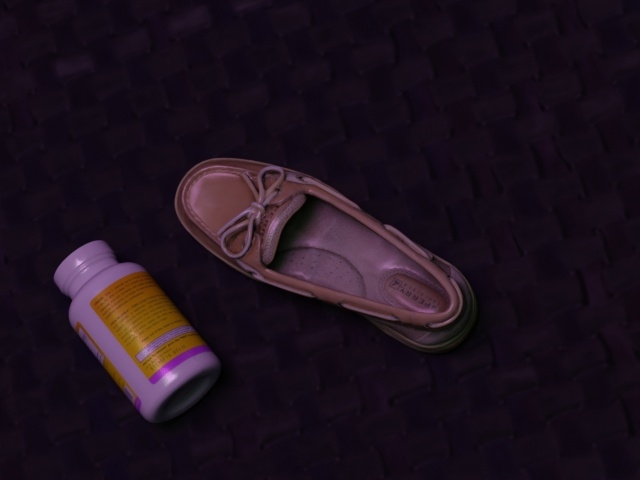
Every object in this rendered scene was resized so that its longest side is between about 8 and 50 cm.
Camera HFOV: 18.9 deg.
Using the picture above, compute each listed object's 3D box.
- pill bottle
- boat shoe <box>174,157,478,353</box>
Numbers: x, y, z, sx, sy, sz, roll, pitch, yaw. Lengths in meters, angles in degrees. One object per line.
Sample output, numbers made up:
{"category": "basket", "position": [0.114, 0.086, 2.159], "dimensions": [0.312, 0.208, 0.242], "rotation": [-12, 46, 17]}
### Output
{"category": "pill bottle", "position": [-0.085, 0.040, 0.876], "dimensions": [0.043, 0.043, 0.083], "rotation": [-40, 72, -1]}
{"category": "boat shoe", "position": [0.000, 0.002, 0.866], "dimensions": [0.153, 0.048, 0.056], "rotation": [30, 83, 17]}
